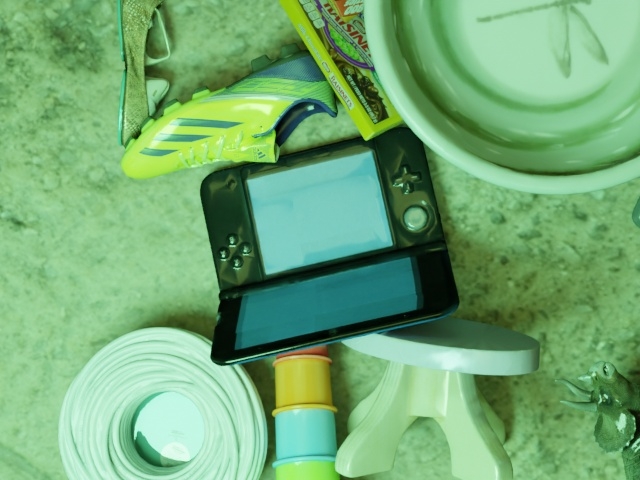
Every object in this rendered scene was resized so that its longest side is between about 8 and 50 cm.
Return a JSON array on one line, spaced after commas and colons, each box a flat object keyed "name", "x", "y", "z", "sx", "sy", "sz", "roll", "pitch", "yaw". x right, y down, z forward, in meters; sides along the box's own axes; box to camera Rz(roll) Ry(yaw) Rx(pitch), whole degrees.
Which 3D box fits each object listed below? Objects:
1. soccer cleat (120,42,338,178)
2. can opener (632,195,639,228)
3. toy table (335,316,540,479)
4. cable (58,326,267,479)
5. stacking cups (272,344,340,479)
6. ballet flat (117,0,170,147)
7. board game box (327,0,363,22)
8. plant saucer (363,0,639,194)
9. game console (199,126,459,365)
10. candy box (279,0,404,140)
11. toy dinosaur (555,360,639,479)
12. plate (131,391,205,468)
[{"name": "soccer cleat", "x": -0.114, "y": -0.136, "z": 1.437, "sx": 0.289, "sy": 0.093, "sz": 0.121, "roll": -27, "pitch": 86, "yaw": 4}, {"name": "can opener", "x": 0.498, "y": -0.103, "z": 1.376, "sx": 0.280, "sy": 0.074, "sz": 0.093, "roll": -44, "pitch": 84, "yaw": 3}, {"name": "toy table", "x": 0.127, "y": 0.180, "z": 1.337, "sx": 0.252, "sy": 0.274, "sz": 0.161, "roll": 0, "pitch": 97, "yaw": -27}, {"name": "cable", "x": -0.189, "y": 0.236, "z": 1.414, "sx": 0.257, "sy": 0.089, "sz": 0.257, "roll": 27, "pitch": 90, "yaw": 7}, {"name": "stacking cups", "x": -0.021, "y": 0.237, "z": 1.379, "sx": 0.096, "sy": 0.096, "sz": 0.316, "roll": -7, "pitch": 72, "yaw": 6}, {"name": "ballet flat", "x": -0.225, "y": -0.219, "z": 1.467, "sx": 0.067, "sy": 0.073, "sz": 0.206, "roll": 0, "pitch": 92, "yaw": -7}, {"name": "board game box", "x": 0.035, "y": -0.537, "z": 1.271, "sx": 0.356, "sy": 0.356, "sz": 0.357, "roll": -37, "pitch": 74, "yaw": 3}, {"name": "plant saucer", "x": 0.244, "y": -0.248, "z": 1.210, "sx": 0.400, "sy": 0.100, "sz": 0.401, "roll": 0, "pitch": 94, "yaw": 1}, {"name": "game console", "x": 0.000, "y": 0.000, "z": 1.373, "sx": 0.293, "sy": 0.173, "sz": 0.250, "roll": -13, "pitch": 83, "yaw": 5}, {"name": "candy box", "x": 0.043, "y": -0.231, "z": 1.427, "sx": 0.105, "sy": 0.027, "sz": 0.206, "roll": -28, "pitch": 84, "yaw": -37}, {"name": "toy dinosaur", "x": 0.422, "y": 0.270, "z": 1.356, "sx": 0.160, "sy": 0.121, "sz": 0.314, "roll": -29, "pitch": 80, "yaw": 13}, {"name": "plate", "x": -0.181, "y": 0.246, "z": 1.468, "sx": 0.188, "sy": 0.024, "sz": 0.188, "roll": 0, "pitch": 88, "yaw": 5}]
